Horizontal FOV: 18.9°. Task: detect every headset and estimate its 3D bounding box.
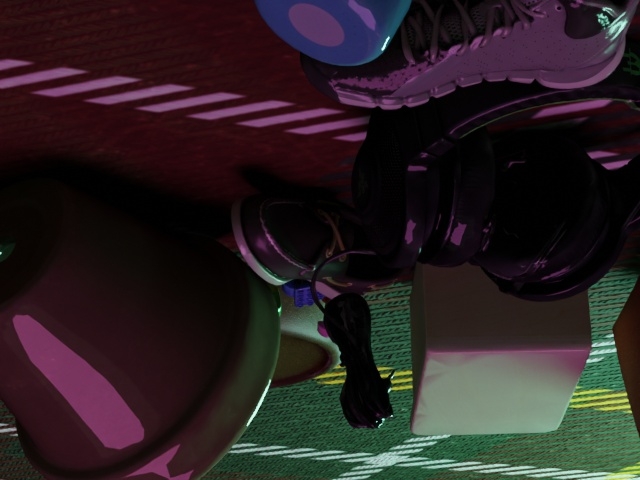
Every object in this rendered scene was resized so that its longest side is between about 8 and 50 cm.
[{"bbox_3d":[0.130,-0.006,1.504,0.243,0.185,0.394,14,144,-35],"label":"headset"}]

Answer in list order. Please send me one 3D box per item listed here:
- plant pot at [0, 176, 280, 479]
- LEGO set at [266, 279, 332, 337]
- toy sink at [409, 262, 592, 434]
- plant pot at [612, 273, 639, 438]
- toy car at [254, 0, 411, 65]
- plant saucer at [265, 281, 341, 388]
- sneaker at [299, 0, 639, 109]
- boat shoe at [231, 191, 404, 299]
[{"bbox_3d":[-0.200,0.064,1.650,0.263,0.263,0.229,-14,138,31],"label":"plant pot"},{"bbox_3d":[-0.059,0.077,1.810,0.227,0.093,0.087,-9,154,-6],"label":"LEGO set"},{"bbox_3d":[0.165,0.088,1.848,0.152,0.131,0.234,-1,155,-1],"label":"toy sink"},{"bbox_3d":[0.427,0.153,1.768,0.267,0.236,0.267,-2,161,-1],"label":"plant pot"},{"bbox_3d":[-0.006,-0.248,0.882,0.238,0.219,0.210,33,153,-7],"label":"toy car"},{"bbox_3d":[-0.102,0.105,2.001,0.310,0.050,0.310,-2,161,-1],"label":"plant saucer"},{"bbox_3d":[0.104,-0.155,1.258,0.228,0.086,0.132,-7,157,-14],"label":"sneaker"},{"bbox_3d":[0.000,0.000,1.675,0.068,0.081,0.227,-14,164,24],"label":"boat shoe"}]
